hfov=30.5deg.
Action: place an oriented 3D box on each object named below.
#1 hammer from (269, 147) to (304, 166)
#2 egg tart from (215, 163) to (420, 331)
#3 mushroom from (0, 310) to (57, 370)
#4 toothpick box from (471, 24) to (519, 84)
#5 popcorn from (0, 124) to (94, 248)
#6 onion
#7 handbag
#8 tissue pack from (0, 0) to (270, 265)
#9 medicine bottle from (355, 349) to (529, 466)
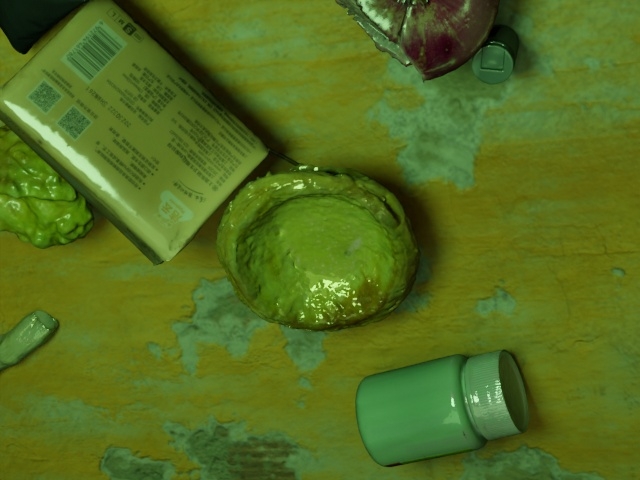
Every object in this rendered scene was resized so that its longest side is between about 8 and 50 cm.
[{"bbox_3d":[-0.075,-0.129,1.633,0.123,0.014,0.029,28,132,-4],"label":"hammer"},{"bbox_3d":[0.000,0.000,1.596,0.294,0.123,0.294,2,131,2],"label":"egg tart"},{"bbox_3d":[-0.504,0.175,1.899,0.202,0.054,0.059,-31,105,23],"label":"mushroom"},{"bbox_3d":[0.217,-0.231,1.451,0.052,0.083,0.052,6,119,12],"label":"toothpick box"},{"bbox_3d":[-0.405,-0.085,1.674,0.197,0.156,0.198,9,140,7],"label":"popcorn"},{"bbox_3d":[0.117,-0.307,1.388,0.207,0.200,0.201,50,127,28],"label":"onion"},{"bbox_3d":[-0.391,-0.363,1.498,0.254,0.088,0.211,-13,106,59],"label":"handbag"},{"bbox_3d":[-0.257,-0.138,1.574,0.305,0.238,0.238,43,120,-6],"label":"tissue pack"},{"bbox_3d":[0.173,0.240,1.690,0.225,0.139,0.139,-17,112,23],"label":"medicine bottle"}]
